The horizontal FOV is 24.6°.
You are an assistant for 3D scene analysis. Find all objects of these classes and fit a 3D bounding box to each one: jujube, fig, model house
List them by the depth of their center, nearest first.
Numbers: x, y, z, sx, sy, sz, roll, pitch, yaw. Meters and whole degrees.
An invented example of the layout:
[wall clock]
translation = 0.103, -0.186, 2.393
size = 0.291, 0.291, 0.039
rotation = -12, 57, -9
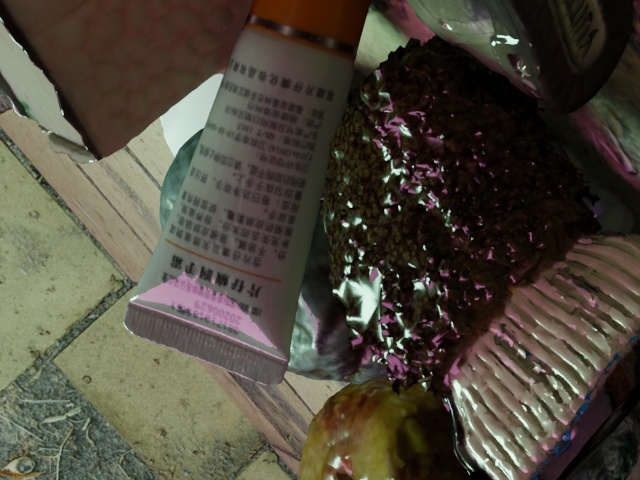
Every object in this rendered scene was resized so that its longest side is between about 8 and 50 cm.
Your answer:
[model house]
translation = -0.176, -0.230, 1.182
size = 0.237, 0.237, 0.202
rotation = 59, 164, -24
[jujube]
translation = 0.007, -0.006, 1.284
size = 0.308, 0.215, 0.246
rotation = 37, 138, 36
[fig]
translation = 0.151, 0.307, 1.768
size = 0.369, 0.286, 0.286
rotation = 18, -169, -45

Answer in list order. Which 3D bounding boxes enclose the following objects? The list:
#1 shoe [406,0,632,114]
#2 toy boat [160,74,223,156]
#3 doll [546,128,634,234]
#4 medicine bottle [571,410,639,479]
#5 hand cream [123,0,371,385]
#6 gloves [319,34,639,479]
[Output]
[shoe]
translation = 0.073, -0.186, 0.784
size = 0.149, 0.109, 0.293
rotation = 32, 164, 33
[toy boat]
translation = -0.049, -0.073, 1.525
size = 0.134, 0.092, 0.299
rotation = -22, 105, 39
[doll]
translation = 0.157, 0.013, 1.076
size = 0.258, 0.153, 0.195
rotation = 30, 146, 4
[medicine bottle]
translation = 0.234, 0.219, 1.350
size = 0.141, 0.141, 0.293
rotation = 36, 162, 41
[hand cream]
translation = -0.043, -0.051, 1.123
size = 0.140, 0.314, 0.089
rotation = 22, -174, 13
[gloves]
translation = 0.090, -0.002, 0.902
size = 0.312, 0.135, 0.210
rotation = 47, 130, 39
